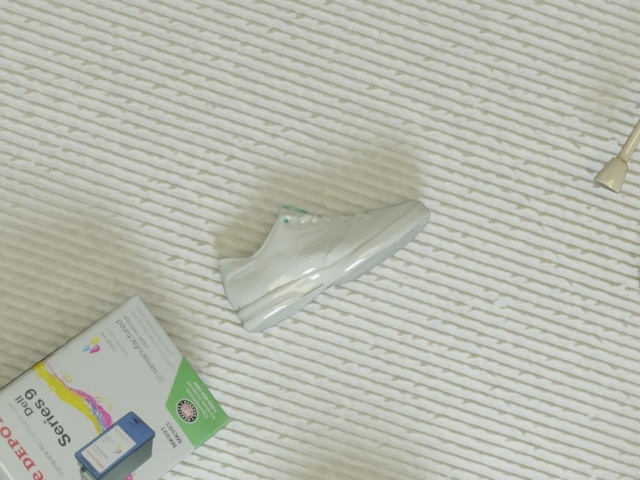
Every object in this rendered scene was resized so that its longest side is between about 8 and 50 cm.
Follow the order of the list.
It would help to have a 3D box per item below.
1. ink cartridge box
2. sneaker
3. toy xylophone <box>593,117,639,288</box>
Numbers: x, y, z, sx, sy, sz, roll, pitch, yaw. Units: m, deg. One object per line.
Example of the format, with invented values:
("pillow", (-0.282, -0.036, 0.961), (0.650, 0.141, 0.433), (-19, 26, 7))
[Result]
("ink cartridge box", (-0.216, 0.175, 1.784), (0.212, 0.093, 0.154), (-36, 90, -28))
("sneaker", (0.000, 0.000, 1.856), (0.212, 0.080, 0.094), (-29, 78, -3))
("toy xylophone", (0.409, -0.078, 1.874), (0.236, 0.081, 0.323), (36, 86, -1))
